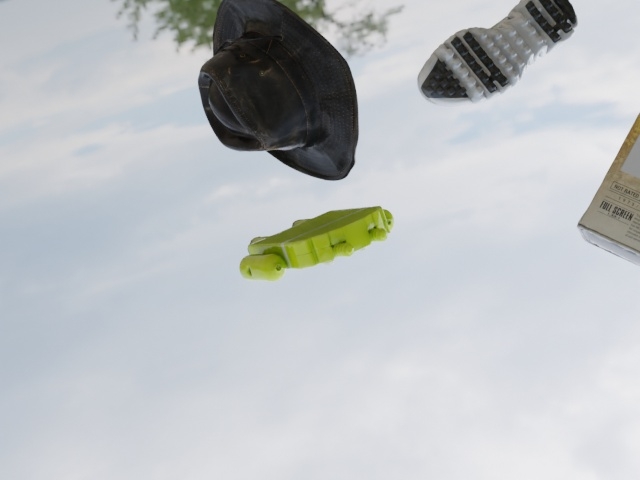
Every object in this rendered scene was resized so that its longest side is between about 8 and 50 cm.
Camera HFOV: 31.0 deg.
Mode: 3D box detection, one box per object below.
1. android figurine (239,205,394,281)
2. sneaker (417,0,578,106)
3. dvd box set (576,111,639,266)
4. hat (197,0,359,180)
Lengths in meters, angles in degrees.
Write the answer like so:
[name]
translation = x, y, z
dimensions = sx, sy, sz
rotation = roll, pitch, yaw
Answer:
[android figurine]
translation = 0.000, 0.000, 1.783
dimensions = 0.248, 0.056, 0.272
rotation = -23, -169, -29
[sneaker]
translation = 0.246, -0.263, 1.675
dimensions = 0.292, 0.110, 0.118
rotation = -32, 179, -29
[dvd box set]
translation = 0.490, -0.126, 1.148
dimensions = 0.307, 0.421, 0.062
rotation = 26, 175, 25
[hat]
translation = -0.094, -0.207, 1.720
dimensions = 0.134, 0.331, 0.331
rotation = -33, -156, -31
